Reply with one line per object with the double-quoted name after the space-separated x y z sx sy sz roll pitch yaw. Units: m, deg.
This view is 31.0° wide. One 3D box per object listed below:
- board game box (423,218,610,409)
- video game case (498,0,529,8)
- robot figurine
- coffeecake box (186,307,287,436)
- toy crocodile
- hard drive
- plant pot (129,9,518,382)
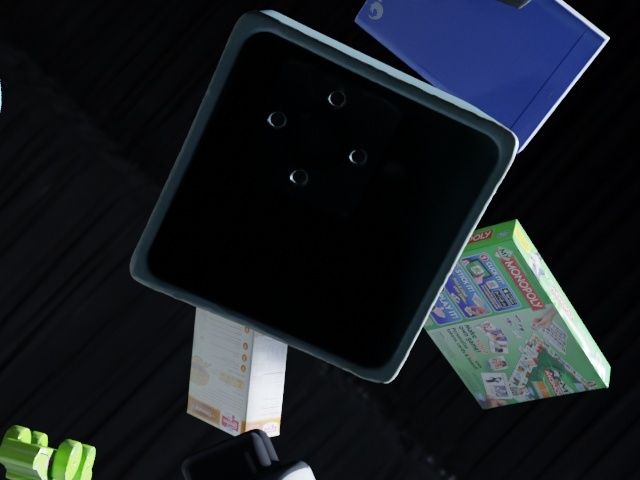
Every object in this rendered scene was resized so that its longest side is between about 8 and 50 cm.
0.264 0.119 1.707 0.317 0.214 0.046 54 38 -28 "board game box"
0.133 -0.427 1.382 0.275 0.248 0.035 13 -28 -29 "video game case"
-0.066 0.362 1.323 0.209 0.174 0.278 -15 80 -48 "robot figurine"
-0.118 0.173 1.641 0.068 0.185 0.142 -1 10 -41 "coffeecake box"
-0.440 0.364 1.851 0.115 0.105 0.340 14 -14 3 "toy crocodile"
0.227 -0.307 1.679 0.319 0.210 0.040 41 30 10 "hard drive"
0.001 -0.066 1.056 0.247 0.247 0.252 24 17 -8 "plant pot"
